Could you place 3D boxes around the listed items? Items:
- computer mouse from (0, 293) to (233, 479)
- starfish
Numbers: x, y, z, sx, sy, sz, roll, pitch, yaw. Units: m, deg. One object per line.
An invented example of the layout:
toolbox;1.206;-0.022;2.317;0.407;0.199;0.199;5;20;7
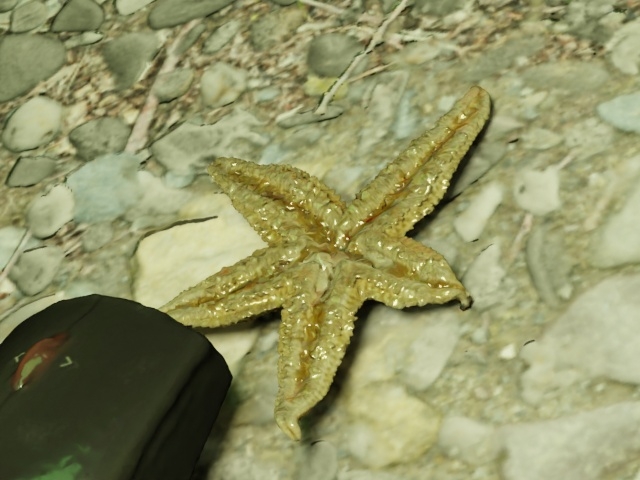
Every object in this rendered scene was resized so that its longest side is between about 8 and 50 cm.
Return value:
computer mouse;-0.172;0.150;1.139;0.170;0.100;0.269;4;59;35
starfish;-0.003;-0.004;1.242;0.231;0.048;0.295;10;56;35
